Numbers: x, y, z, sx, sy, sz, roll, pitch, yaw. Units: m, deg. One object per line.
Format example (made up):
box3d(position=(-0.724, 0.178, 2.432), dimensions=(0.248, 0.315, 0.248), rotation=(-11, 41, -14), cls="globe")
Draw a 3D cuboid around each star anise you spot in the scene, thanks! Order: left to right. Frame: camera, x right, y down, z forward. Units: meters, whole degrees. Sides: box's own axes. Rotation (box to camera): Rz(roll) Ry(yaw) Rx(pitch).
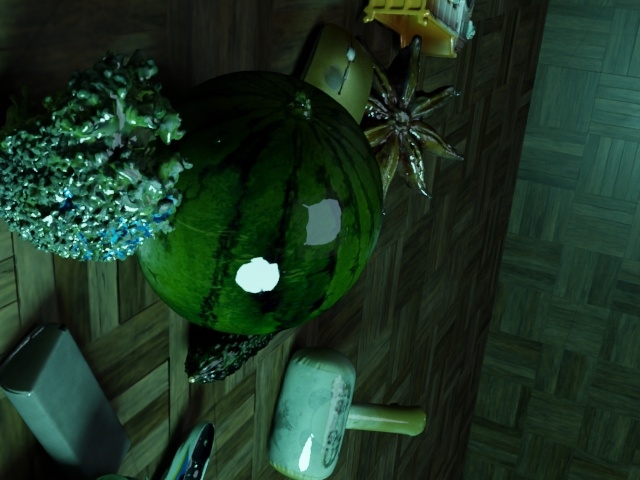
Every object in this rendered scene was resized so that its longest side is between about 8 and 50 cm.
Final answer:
box3d(position=(0.091, -0.170, 1.105), dimensions=(0.272, 0.103, 0.271), rotation=(0, 90, -30), cls="star anise")

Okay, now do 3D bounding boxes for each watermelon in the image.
box3d(position=(-0.059, -0.033, 0.699), dimensions=(0.242, 0.242, 0.242), rotation=(-46, 144, -50), cls="watermelon")

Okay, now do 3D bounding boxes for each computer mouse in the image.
box3d(position=(0.011, -0.187, 0.974), dimensions=(0.102, 0.045, 0.199), rotation=(33, 70, -32), cls="computer mouse")

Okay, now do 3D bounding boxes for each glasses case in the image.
box3d(position=(-0.223, 0.158, 0.678), dimensions=(0.190, 0.042, 0.072), rotation=(81, 28, -44), cls="glasses case")

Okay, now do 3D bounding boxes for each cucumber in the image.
box3d(position=(-0.082, 0.097, 0.938), dimensions=(0.300, 0.072, 0.072), rotation=(-36, 135, -54), cls="cucumber")

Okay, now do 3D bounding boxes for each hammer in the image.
box3d(position=(0.062, 0.278, 1.207), dimensions=(0.306, 0.113, 0.201), rotation=(12, 95, -39), cls="hammer")

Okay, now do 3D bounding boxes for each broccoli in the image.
box3d(position=(-0.166, -0.065, 0.565), dimensions=(0.160, 0.155, 0.167), rotation=(-81, 169, -52), cls="broccoli")

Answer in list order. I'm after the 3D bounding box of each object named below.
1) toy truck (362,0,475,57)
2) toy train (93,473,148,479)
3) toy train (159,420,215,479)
box3d(position=(0.164, -0.362, 1.180), dimensions=(0.270, 0.114, 0.135), rotation=(-9, 108, -66), cls="toy truck")
box3d(position=(-0.222, 0.321, 0.681), dimensions=(0.157, 0.105, 0.253), rotation=(-7, 120, -21), cls="toy train")
box3d(position=(-0.179, 0.319, 0.868), dimensions=(0.052, 0.051, 0.233), rotation=(44, 59, -65), cls="toy train")
